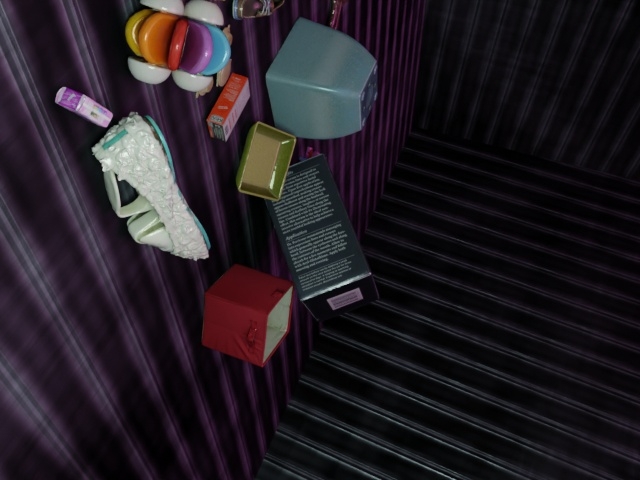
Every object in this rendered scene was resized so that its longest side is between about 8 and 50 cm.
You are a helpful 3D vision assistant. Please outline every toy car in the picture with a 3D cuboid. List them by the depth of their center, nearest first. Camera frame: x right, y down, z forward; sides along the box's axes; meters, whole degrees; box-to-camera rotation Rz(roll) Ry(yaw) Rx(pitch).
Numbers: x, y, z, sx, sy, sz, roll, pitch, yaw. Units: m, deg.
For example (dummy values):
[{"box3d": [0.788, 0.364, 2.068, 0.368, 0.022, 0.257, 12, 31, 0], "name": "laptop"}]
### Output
[{"box3d": [-0.236, -0.338, 1.137, 0.182, 0.136, 0.159, 3, 111, -37], "name": "toy car"}]

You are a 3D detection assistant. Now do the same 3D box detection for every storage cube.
[{"box3d": [-0.202, 0.204, 1.840, 0.215, 0.193, 0.183, -49, 152, -56], "name": "storage cube"}]

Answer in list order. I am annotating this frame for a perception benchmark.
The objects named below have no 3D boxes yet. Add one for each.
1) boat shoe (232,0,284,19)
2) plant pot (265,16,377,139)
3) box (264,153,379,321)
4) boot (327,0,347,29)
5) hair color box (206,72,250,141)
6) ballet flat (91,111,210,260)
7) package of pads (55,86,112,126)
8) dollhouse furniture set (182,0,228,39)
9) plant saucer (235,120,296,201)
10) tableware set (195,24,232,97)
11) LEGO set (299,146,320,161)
[{"box3d": [-0.138, -0.542, 1.497, 0.183, 0.066, 0.066, -55, 157, -51], "name": "boat shoe"}, {"box3d": [0.022, -0.431, 1.850, 0.248, 0.252, 0.247, 81, 30, -58], "name": "plant pot"}, {"box3d": [0.000, 0.000, 1.947, 0.293, 0.212, 0.395, 63, 6, -69], "name": "box"}, {"box3d": [0.056, -0.716, 2.086, 0.106, 0.037, 0.114, -27, 130, -53], "name": "boot"}, {"box3d": [-0.211, -0.307, 1.522, 0.072, 0.043, 0.141, 94, 17, -65], "name": "hair color box"}, {"box3d": [-0.327, -0.074, 1.261, 0.409, 0.147, 0.147, 80, 30, -55], "name": "ballet flat"}, {"box3d": [-0.370, -0.209, 1.036, 0.032, 0.050, 0.083, -67, 165, -3], "name": "package of pads"}, {"box3d": [-0.243, -0.399, 1.257, 0.152, 0.076, 0.058, 44, 61, -62], "name": "dollhouse furniture set"}, {"box3d": [-0.155, -0.212, 1.775, 0.188, 0.045, 0.188, 10, 96, -58], "name": "plant saucer"}, {"box3d": [-0.226, -0.389, 1.428, 0.168, 0.020, 0.141, -59, 166, -58], "name": "tableware set"}, {"box3d": [-0.036, -0.195, 2.208, 0.087, 0.093, 0.227, -10, 116, -74], "name": "LEGO set"}]
